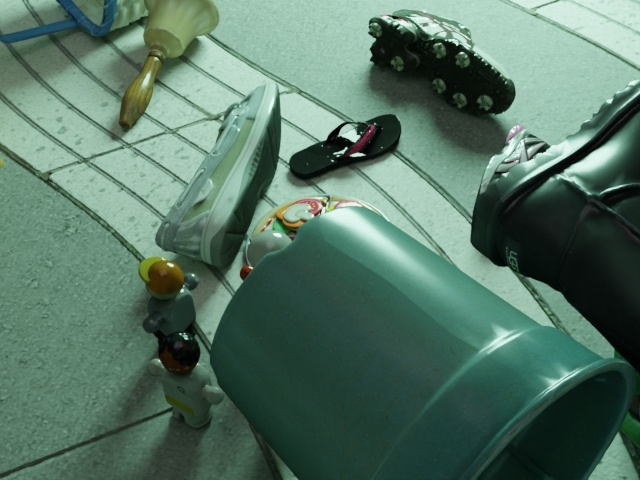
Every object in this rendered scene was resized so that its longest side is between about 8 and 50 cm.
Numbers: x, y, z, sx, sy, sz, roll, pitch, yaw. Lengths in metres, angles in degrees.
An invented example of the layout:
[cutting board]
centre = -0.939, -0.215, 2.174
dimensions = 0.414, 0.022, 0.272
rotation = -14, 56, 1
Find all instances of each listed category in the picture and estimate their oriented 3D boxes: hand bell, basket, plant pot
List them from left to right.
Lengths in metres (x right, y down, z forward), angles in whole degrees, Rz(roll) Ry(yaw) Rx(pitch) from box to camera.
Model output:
[basket]
centre = -0.378, -0.439, 2.332
dimensions = 0.289, 0.255, 0.201
rotation = -17, 43, -39
[hand bell]
centre = -0.252, -0.266, 2.256
dimensions = 0.126, 0.126, 0.242
rotation = 11, 59, 17
[plant pot]
centre = 0.086, 0.157, 1.542
dimensions = 0.341, 0.341, 0.334
rotation = -34, 60, -27

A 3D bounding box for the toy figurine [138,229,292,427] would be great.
[toy figurine]
centre = -0.108, 0.102, 1.797
dimensions = 0.209, 0.148, 0.213
rotation = -9, 44, -4

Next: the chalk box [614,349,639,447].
[chalk box]
centre = 0.448, 0.132, 1.686
dimensions = 0.289, 0.179, 0.180
rotation = -26, 46, -21

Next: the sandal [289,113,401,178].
[sandal]
centre = 0.038, -0.139, 2.115
dimensions = 0.179, 0.040, 0.067
rotation = -24, 46, -19

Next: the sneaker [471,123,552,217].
[sneaker]
centre = 0.265, -0.086, 2.019
dimensions = 0.077, 0.072, 0.178
rotation = 24, 56, 14

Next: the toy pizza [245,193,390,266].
[toy pizza]
centre = 0.000, 0.000, 1.978
dimensions = 0.201, 0.032, 0.201
rotation = -3, 44, 3

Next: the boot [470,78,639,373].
[boot]
centre = 0.435, 0.015, 1.576
dimensions = 0.367, 0.146, 0.445
rotation = -35, 46, -18

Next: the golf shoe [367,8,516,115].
[golf shoe]
centre = 0.195, -0.278, 2.206
dimensions = 0.120, 0.105, 0.273
rotation = -30, 49, -33

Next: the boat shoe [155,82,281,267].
[boat shoe]
centre = -0.126, -0.100, 2.040
dimensions = 0.103, 0.118, 0.320
rotation = 11, 52, 11

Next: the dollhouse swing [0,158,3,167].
[dollhouse swing]
centre = -0.662, -0.144, 2.003
dimensions = 0.315, 0.305, 0.347
rotation = 17, 47, 22
